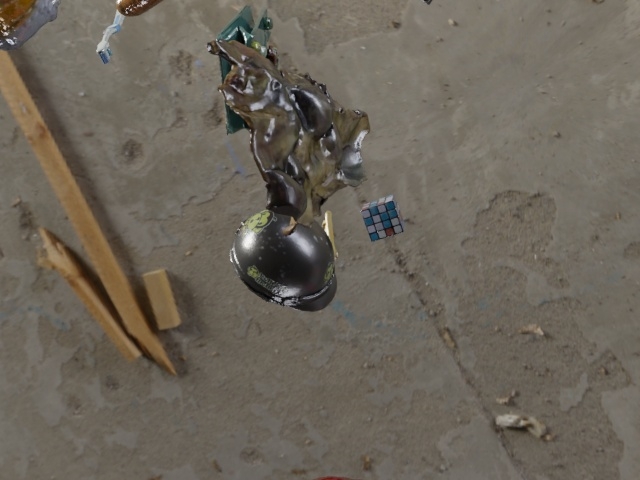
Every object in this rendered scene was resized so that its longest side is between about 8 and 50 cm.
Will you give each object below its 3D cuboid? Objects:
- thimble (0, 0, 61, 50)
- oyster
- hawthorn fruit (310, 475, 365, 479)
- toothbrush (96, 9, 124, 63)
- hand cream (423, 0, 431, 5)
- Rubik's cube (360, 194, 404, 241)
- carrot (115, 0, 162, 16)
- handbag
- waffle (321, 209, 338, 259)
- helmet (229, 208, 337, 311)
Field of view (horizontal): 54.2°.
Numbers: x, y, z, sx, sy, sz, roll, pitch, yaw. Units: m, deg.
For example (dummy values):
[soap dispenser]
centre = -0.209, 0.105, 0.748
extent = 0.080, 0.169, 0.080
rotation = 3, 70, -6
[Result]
[thimble]
centre = -0.417, -0.326, 0.786
extent = 0.151, 0.118, 0.127
rotation = 34, 73, 23
[oyster]
centre = -0.006, -0.115, 0.769
extent = 0.096, 0.361, 0.221
rotation = -12, 85, 20
[hawthorn fruit]
centre = -0.002, 0.377, 0.714
extent = 0.266, 0.230, 0.210
rotation = -23, 87, 62
[toothbrush]
centre = -0.525, -0.539, 1.583
extent = 0.040, 0.386, 0.040
rotation = -5, 128, -6
[hand cream]
centre = 0.161, -0.708, 1.519
extent = 0.336, 0.076, 0.121
rotation = 28, 132, -10
[Rubik's cube]
centre = 0.168, -0.061, 1.681
extent = 0.092, 0.092, 0.092
rotation = -18, 100, 13
[carrot]
centre = -0.256, -0.416, 1.001
extent = 0.186, 0.060, 0.060
rotation = -23, 95, 22
[handbag]
centre = -0.169, -0.430, 1.581
extent = 0.100, 0.274, 0.268
rotation = 5, 123, 9
[waffle]
centre = 0.000, 0.000, 1.699
extent = 0.097, 0.023, 0.152
rotation = -28, 55, 35
[helmet]
centre = -0.065, 0.025, 1.454
extent = 0.279, 0.230, 0.160
rotation = 32, 134, 4
